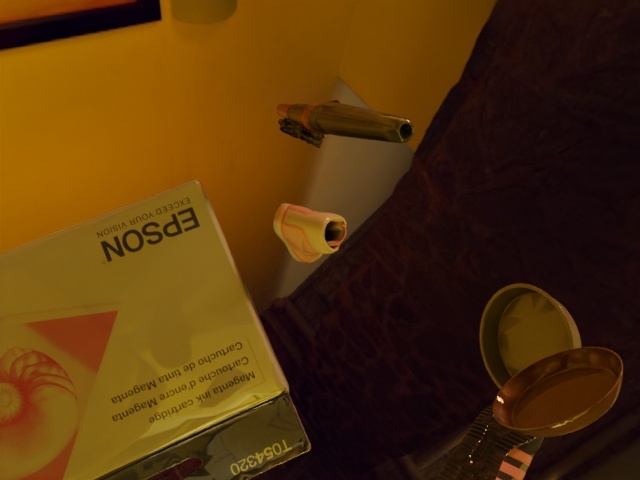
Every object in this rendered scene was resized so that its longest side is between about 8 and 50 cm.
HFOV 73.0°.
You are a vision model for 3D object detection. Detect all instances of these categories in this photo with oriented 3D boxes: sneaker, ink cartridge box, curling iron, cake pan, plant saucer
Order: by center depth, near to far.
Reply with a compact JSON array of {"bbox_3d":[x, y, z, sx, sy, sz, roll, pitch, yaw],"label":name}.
[{"bbox_3d":[0.013,-0.117,0.426,0.068,0.274,0.035,22,-86,-24],"label":"curling iron"},{"bbox_3d":[-0.211,0.148,0.444,0.323,0.071,0.331,-23,-90,-8],"label":"ink cartridge box"},{"bbox_3d":[0.000,0.000,0.506,0.070,0.134,0.051,12,-105,19],"label":"sneaker"},{"bbox_3d":[0.302,0.195,0.550,0.168,0.168,0.029,-32,-93,-29],"label":"plant saucer"},{"bbox_3d":[0.322,0.418,0.804,0.318,0.131,0.112,-24,-154,-33],"label":"sneaker"},{"bbox_3d":[0.520,0.256,1.083,0.054,0.293,0.294,5,-124,-21],"label":"cake pan"}]
